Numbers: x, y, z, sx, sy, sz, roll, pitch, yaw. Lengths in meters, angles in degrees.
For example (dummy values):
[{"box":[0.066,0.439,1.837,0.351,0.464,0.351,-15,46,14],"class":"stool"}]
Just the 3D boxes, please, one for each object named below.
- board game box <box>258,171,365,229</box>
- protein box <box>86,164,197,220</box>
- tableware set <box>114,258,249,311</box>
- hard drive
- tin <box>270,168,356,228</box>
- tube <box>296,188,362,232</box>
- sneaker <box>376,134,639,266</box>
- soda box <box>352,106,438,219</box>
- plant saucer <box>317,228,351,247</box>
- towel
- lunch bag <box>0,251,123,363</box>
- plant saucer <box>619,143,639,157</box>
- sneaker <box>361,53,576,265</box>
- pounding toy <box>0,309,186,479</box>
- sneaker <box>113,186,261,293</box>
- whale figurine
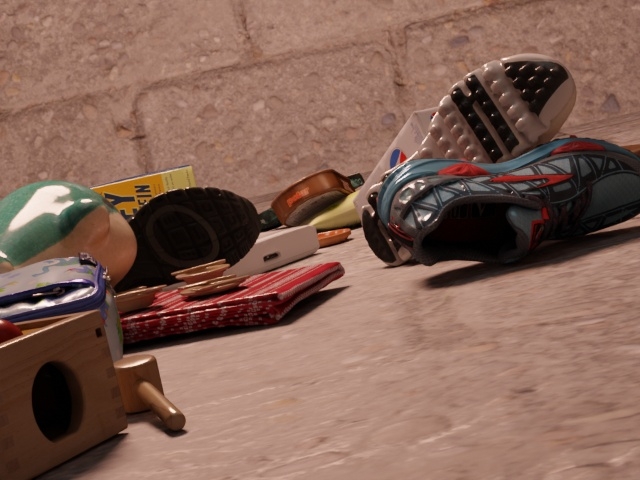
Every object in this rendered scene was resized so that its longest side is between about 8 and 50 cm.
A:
[{"box":[-0.034,-0.053,2.392,0.186,0.026,0.126,-26,-3,33],"class":"board game box"},{"box":[-0.281,-0.031,2.370,0.200,0.136,0.201,-13,5,-5],"class":"protein box"},{"box":[-0.147,0.045,1.476,0.141,0.020,0.168,-13,4,-13],"class":"tableware set"},{"box":[-0.182,0.035,1.919,0.307,0.040,0.203,-10,6,35],"class":"hard drive"},{"box":[-0.007,-0.055,2.215,0.106,0.040,0.189,-28,-12,12],"class":"tin"},{"box":[0.070,-0.053,2.192,0.240,0.070,0.062,-21,49,-21],"class":"tube"},{"box":[0.190,-0.018,1.415,0.262,0.104,0.125,-9,30,-5],"class":"sneaker"},{"box":[0.111,-0.071,1.727,0.074,0.069,0.216,-15,-19,-25],"class":"soda box"},{"box":[0.000,0.000,2.006,0.083,0.013,0.083,-13,6,1],"class":"plant saucer"},{"box":[-0.131,0.068,1.468,0.275,0.031,0.199,-11,5,19],"class":"towel"},{"box":[-0.277,0.084,1.293,0.219,0.090,0.176,-14,14,-3],"class":"lunch bag"},{"box":[0.311,-0.082,1.997,0.278,0.041,0.278,-13,4,1],"class":"plant saucer"},{"box":[0.163,-0.083,1.552,0.118,0.110,0.292,1,-34,-41],"class":"sneaker"},{"box":[-0.175,0.087,0.983,0.181,0.094,0.206,-10,6,28],"class":"pounding toy"},{"box":[-0.206,0.017,1.729,0.286,0.109,0.130,-19,0,-9],"class":"sneaker"},{"box":[-0.300,0.021,1.512,0.216,0.141,0.272,-44,-9,20],"class":"whale figurine"}]
